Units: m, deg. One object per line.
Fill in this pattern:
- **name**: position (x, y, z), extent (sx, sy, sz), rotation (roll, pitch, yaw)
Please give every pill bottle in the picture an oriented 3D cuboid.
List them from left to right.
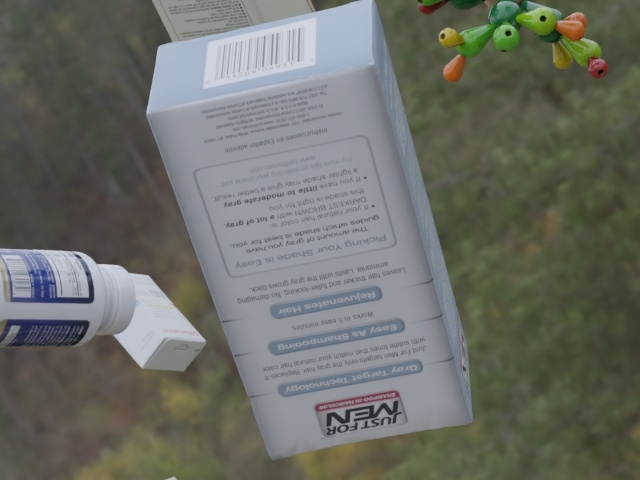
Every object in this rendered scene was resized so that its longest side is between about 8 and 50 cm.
- **pill bottle**: position (-0.265, 0.056, 1.728), extent (0.169, 0.094, 0.094), rotation (3, -17, -41)

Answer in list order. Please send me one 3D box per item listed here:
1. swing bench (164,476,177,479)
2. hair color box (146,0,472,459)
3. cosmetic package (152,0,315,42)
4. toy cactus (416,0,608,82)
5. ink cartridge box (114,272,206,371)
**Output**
- **swing bench**: position (-0.257, 0.443, 2.130), extent (0.253, 0.165, 0.255), rotation (-18, -36, -18)
- **hair color box**: position (0.000, 0.000, 1.523), extent (0.185, 0.374, 0.113), rotation (-11, 34, 9)
- **cosmetic package**: position (-0.115, -0.309, 2.291), extent (0.160, 0.309, 0.113), rotation (-1, 38, 35)
- **toy cactus**: position (0.201, -0.241, 1.951), extent (0.219, 0.112, 0.180), rotation (11, 34, -4)
- **ink cartridge box**: position (-0.205, 0.096, 2.128), extent (0.052, 0.122, 0.088), rotation (-53, -28, 15)
